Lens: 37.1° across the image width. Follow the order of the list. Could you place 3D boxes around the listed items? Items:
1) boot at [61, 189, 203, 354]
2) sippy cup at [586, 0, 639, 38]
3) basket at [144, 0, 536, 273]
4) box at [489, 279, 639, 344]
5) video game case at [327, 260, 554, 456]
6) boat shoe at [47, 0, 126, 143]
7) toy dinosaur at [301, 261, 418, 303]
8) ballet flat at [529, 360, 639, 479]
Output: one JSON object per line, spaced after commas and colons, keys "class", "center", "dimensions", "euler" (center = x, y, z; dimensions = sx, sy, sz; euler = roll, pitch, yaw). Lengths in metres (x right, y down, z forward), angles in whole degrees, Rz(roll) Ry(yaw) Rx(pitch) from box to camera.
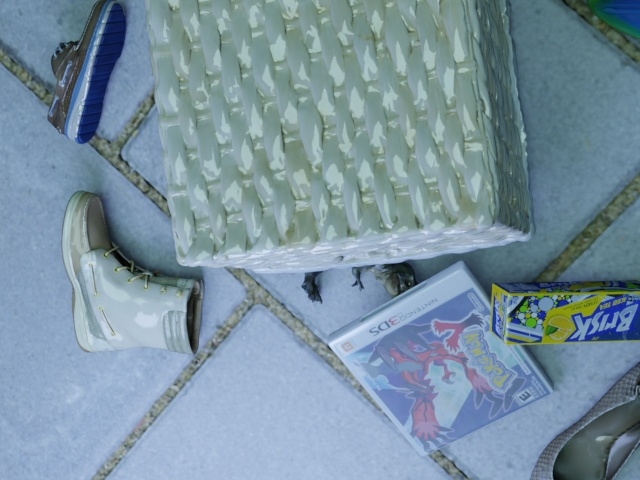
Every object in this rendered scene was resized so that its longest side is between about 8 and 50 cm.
{"class": "boot", "center": [-0.231, 0.042, 1.192], "dimensions": [0.165, 0.077, 0.213], "euler": [1, 106, 16]}
{"class": "sippy cup", "center": [0.393, -0.297, 0.882], "dimensions": [0.305, 0.240, 0.224], "euler": [16, 94, -12]}
{"class": "basket", "center": [0.027, -0.143, 0.956], "dimensions": [0.328, 0.266, 0.331], "euler": [-7, 86, 16]}
{"class": "box", "center": [0.272, 0.077, 1.032], "dimensions": [0.169, 0.054, 0.059], "euler": [0, 101, -8]}
{"class": "video game case", "center": [0.139, 0.142, 1.098], "dimensions": [0.183, 0.023, 0.201], "euler": [-31, 112, 19]}
{"class": "boat shoe", "center": [-0.294, -0.212, 1.166], "dimensions": [0.066, 0.066, 0.183], "euler": [25, 106, 12]}
{"class": "toy dinosaur", "center": [0.000, 0.000, 1.129], "dimensions": [0.118, 0.064, 0.268], "euler": [-44, 84, 13]}
{"class": "ballet flat", "center": [0.319, 0.234, 1.080], "dimensions": [0.084, 0.058, 0.250], "euler": [39, 108, 7]}
